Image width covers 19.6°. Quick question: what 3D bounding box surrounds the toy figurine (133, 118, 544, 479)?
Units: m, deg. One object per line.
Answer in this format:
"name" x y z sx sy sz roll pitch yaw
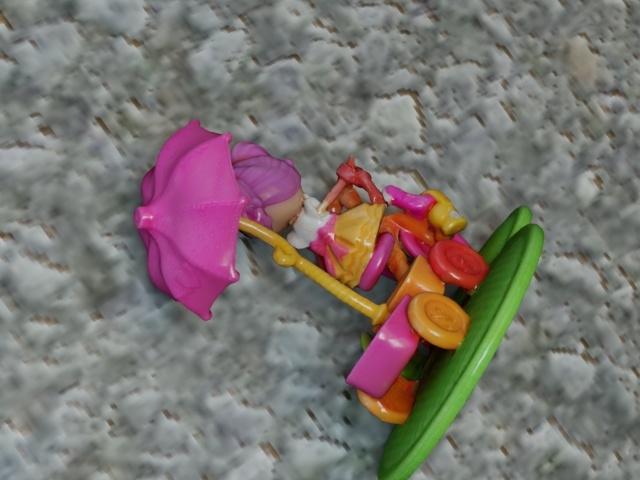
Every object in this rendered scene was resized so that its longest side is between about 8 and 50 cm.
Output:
"toy figurine" 0.000 0.000 0.804 0.159 0.130 0.173 31 33 -2
